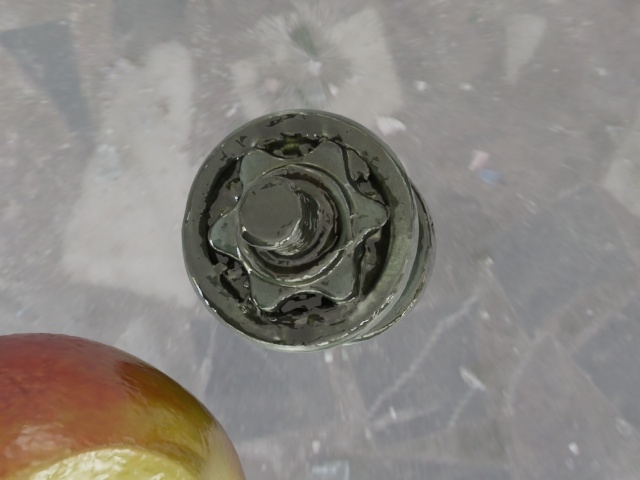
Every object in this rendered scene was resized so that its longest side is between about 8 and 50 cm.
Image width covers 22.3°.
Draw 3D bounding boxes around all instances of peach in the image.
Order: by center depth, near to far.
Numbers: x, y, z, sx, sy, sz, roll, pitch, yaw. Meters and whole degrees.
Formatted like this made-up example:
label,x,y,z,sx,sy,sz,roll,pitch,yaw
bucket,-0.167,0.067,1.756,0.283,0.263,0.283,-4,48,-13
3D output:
label,x,y,z,sx,sy,sz,roll,pitch,yaw
peach,-0.090,0.084,0.470,0.151,0.151,0.118,-42,55,4

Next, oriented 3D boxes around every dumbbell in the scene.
label,x,y,z,sx,sy,sz,roll,pitch,yaw
dumbbell,0.000,0.000,0.590,0.081,0.254,0.082,0,86,7
